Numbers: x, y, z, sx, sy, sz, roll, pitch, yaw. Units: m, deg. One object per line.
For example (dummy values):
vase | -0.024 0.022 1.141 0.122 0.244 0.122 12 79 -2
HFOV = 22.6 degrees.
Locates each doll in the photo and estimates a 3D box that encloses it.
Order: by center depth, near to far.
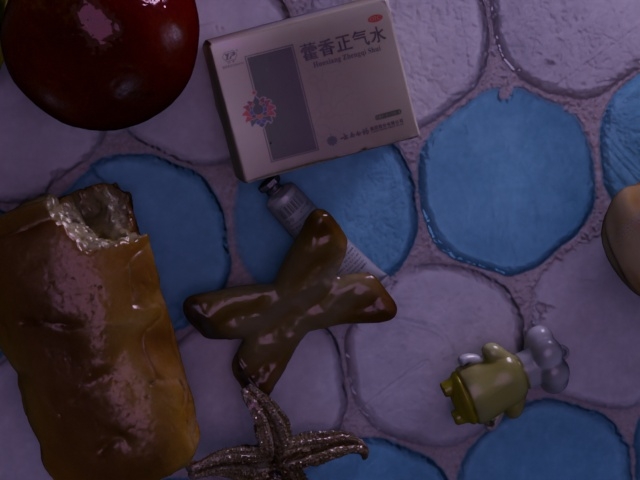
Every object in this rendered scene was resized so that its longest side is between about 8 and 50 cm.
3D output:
doll | 0.227 0.165 1.933 0.162 0.062 0.106 -23 108 -5

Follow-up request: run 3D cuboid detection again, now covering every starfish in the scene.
starfish | -0.050 0.270 1.889 0.240 0.043 0.227 -7 114 -25

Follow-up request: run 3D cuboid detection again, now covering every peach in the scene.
peach | -0.230 -0.233 1.720 0.199 0.243 0.243 18 93 13

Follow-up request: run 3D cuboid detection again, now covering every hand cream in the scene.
hand cream | 0.000 0.000 1.889 0.067 0.042 0.194 -44 107 -8

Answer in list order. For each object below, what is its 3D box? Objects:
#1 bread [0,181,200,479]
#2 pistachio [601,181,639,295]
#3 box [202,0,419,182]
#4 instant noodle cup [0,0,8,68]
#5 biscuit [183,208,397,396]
bread | -0.257 0.111 1.796 0.195 0.149 0.344 -19 99 -7
pistachio | 0.481 0.002 1.886 0.321 0.229 0.238 12 68 -22
box | -0.012 -0.173 1.838 0.212 0.095 0.168 -16 96 -8
instant noodle cup | -0.473 -0.272 1.637 0.325 0.254 0.326 1 85 -11
biscuit | -0.037 0.076 1.864 0.208 0.047 0.164 -34 113 5
